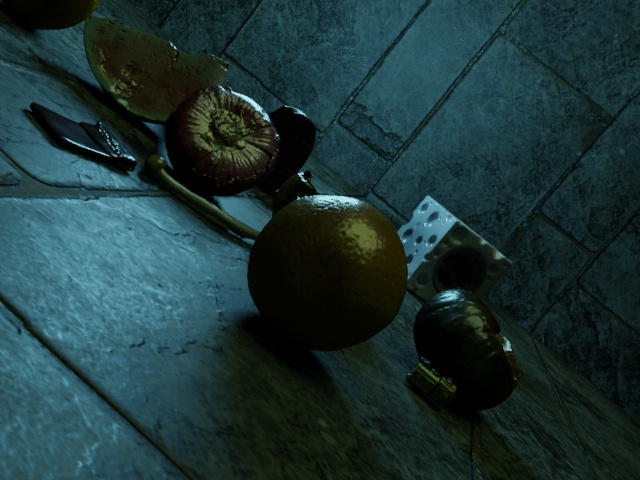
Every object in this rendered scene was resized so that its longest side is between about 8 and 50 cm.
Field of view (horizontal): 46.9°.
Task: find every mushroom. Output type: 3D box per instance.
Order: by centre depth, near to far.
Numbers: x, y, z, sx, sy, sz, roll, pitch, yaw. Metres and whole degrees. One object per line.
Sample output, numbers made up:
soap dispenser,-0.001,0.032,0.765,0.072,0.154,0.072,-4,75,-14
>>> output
mushroom,-0.176,-0.049,1.284,0.306,0.043,0.068,37,29,-24

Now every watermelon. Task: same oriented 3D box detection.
watermelon,-0.352,-0.346,1.533,0.305,0.180,0.224,20,26,-6

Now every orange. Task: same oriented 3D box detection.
orange,0.010,0.043,1.004,0.236,0.236,0.236,38,10,-8
orange,-0.569,-0.581,1.592,0.249,0.249,0.183,42,28,17

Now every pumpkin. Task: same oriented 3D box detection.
pumpkin,0.265,0.204,1.372,0.238,0.159,0.238,56,12,-19

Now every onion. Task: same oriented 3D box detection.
onion,-0.194,-0.179,1.429,0.230,0.230,0.163,39,-28,-2

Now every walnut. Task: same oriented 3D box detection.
walnut,0.001,0.002,1.401,0.238,0.141,0.204,50,-3,31

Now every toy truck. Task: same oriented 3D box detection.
toy truck,0.187,0.242,1.241,0.083,0.049,0.054,40,11,9

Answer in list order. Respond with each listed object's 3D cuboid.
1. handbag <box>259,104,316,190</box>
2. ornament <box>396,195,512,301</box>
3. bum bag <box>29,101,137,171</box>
handbag,-0.105,-0.241,1.898,0.155,0.215,0.169,30,7,-3
ornament,0.365,0.054,2.183,0.240,0.239,0.239,35,10,-24
bum bag,-0.360,-0.161,1.131,0.109,0.026,0.159,45,12,27
